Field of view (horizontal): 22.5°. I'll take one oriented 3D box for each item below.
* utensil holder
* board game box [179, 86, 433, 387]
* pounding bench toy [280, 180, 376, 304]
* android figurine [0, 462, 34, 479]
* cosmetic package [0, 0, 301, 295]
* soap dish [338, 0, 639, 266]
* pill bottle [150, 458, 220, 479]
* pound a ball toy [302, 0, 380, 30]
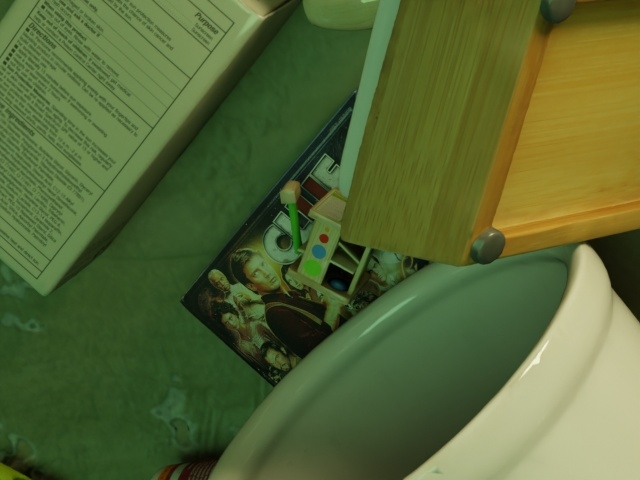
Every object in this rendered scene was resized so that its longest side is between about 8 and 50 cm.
[{"bbox_3d":[0.158,0.234,1.104,0.328,0.327,0.385,-32,107,29],"label":"utensil holder"},{"bbox_3d":[0.021,0.017,1.248,0.165,0.042,0.243,42,119,2],"label":"board game box"},{"bbox_3d":[0.000,0.000,1.194,0.083,0.052,0.065,27,118,10],"label":"pounding bench toy"},{"bbox_3d":[-0.287,0.322,1.486,0.273,0.056,0.248,29,118,11],"label":"android figurine"},{"bbox_3d":[-0.166,-0.123,1.226,0.160,0.113,0.309,43,119,1],"label":"cosmetic package"},{"bbox_3d":[0.163,-0.105,1.003,0.118,0.291,0.229,41,129,39],"label":"soap dish"},{"bbox_3d":[-0.064,0.222,1.339,0.152,0.086,0.086,-11,106,25],"label":"pill bottle"},{"bbox_3d":[0.075,-0.305,1.003,0.136,0.208,0.319,4,111,20],"label":"pound a ball toy"}]
